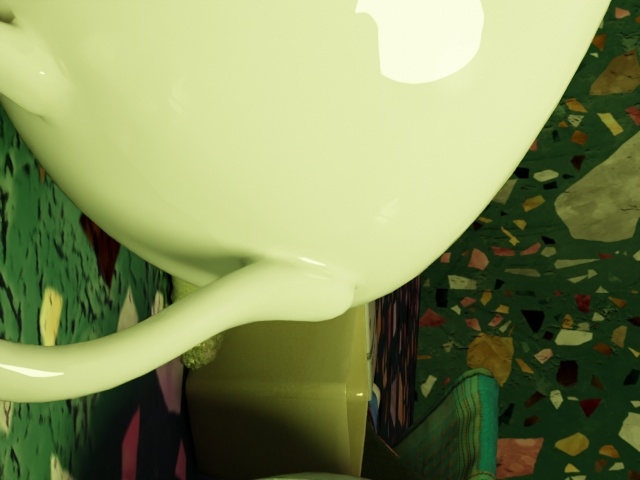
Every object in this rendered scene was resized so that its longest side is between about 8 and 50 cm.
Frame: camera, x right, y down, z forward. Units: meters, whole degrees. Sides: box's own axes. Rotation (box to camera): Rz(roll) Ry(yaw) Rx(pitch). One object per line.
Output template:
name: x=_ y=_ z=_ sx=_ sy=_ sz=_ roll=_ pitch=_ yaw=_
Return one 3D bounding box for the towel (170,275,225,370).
towel: x=-0.062 y=-0.004 z=0.782 sx=0.148 sy=0.027 sz=0.110 roll=-78 pitch=168 yaw=-63

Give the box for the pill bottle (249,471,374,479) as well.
pill bottle: x=0.005 y=0.220 z=0.643 sx=0.361 sy=0.204 sz=0.204 roll=73 pitch=20 yaw=-71

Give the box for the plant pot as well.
plant pot: x=-0.025 y=0.090 z=0.821 sx=0.109 sy=0.096 sz=0.109 roll=-81 pitch=170 yaw=-52

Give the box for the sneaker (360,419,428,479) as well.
sneaker: x=0.074 y=0.261 z=1.178 sx=0.270 sy=0.090 sz=0.145 roll=47 pitch=-15 yaw=38

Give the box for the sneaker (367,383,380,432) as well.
sneaker: x=0.035 y=0.235 z=1.507 sx=0.084 sy=0.058 sz=0.152 roll=-54 pitch=152 yaw=-67

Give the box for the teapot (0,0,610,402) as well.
teapot: x=-0.033 y=-0.107 z=0.412 sx=0.253 sy=0.187 sz=0.256 roll=-63 pitch=-162 yaw=14

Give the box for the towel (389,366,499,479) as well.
towel: x=0.071 y=0.318 z=1.289 sx=0.271 sy=0.040 sz=0.370 roll=-47 pitch=-160 yaw=38

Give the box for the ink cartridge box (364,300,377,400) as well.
ink cartridge box: x=0.027 y=0.082 z=1.407 sx=0.099 sy=0.056 sz=0.135 roll=-79 pitch=168 yaw=-58
